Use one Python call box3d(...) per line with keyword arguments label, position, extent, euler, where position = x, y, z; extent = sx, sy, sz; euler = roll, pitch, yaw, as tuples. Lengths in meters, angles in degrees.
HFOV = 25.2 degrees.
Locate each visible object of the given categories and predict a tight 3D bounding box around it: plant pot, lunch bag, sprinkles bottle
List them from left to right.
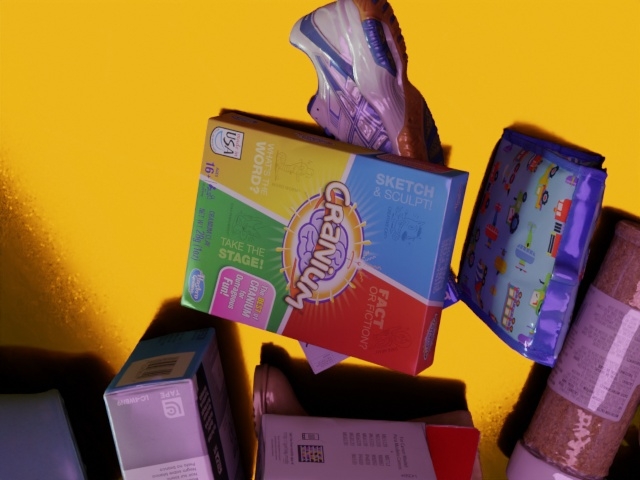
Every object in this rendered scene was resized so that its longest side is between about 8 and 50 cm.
box3d(label="plant pot", position=(-0.412, 0.305, 1.738), extent=(0.255, 0.271, 0.272), euler=(-17, 99, -10))
box3d(label="lunch bag", position=(0.256, 0.006, 1.644), extent=(0.138, 0.293, 0.221), euler=(15, 100, -1))
box3d(label="sprinkles bottle", position=(0.349, 0.156, 1.754), extent=(0.121, 0.121, 0.355), euler=(22, 99, -2))

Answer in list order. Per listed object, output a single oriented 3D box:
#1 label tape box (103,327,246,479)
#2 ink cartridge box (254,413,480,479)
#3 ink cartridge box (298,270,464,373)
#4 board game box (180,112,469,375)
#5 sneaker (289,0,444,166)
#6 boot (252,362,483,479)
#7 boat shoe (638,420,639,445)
box3d(label="label tape box", position=(-0.154, 0.305, 1.726), extent=(0.115, 0.249, 0.348), euler=(-13, 99, 4))
box3d(label="ink cartridge box", position=(0.050, 0.373, 1.737), extent=(0.271, 0.130, 0.310), euler=(3, 122, -6))
box3d(label="ink cartridge box", position=(0.063, 0.075, 1.759), extent=(0.207, 0.046, 0.097), euler=(-29, 88, 17))
box3d(label="board game box", position=(0.000, 0.000, 1.696), extent=(0.316, 0.064, 0.242), euler=(15, 105, 22))
box3d(label="sneaker", position=(0.057, -0.149, 1.733), extent=(0.131, 0.112, 0.297), euler=(-13, 101, 25))
box3d(label="boot", position=(0.060, 0.245, 1.799), extent=(0.269, 0.089, 0.236), euler=(-9, 112, 4))
box3d(label="boat shoe", position=(0.486, 0.146, 1.730), extent=(0.109, 0.098, 0.302), euler=(22, 79, 32))
